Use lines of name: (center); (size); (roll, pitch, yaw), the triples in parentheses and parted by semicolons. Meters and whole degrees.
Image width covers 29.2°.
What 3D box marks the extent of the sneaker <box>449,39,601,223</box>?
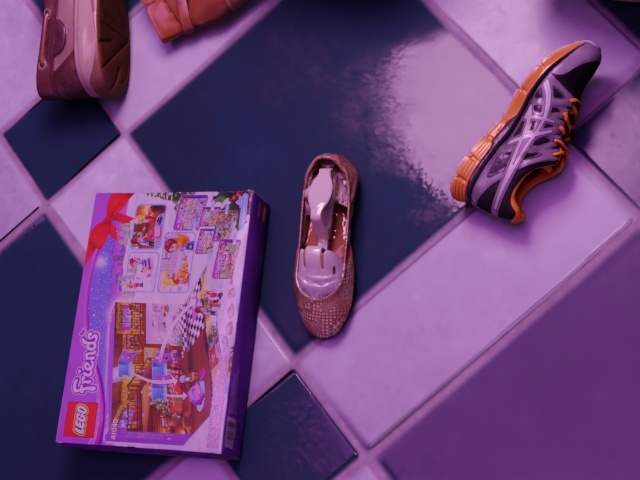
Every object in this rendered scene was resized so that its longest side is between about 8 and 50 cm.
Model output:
sneaker: (0.228, -0.111, 1.273); (0.083, 0.084, 0.215); (39, 98, 23)

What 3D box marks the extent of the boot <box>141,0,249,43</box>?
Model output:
boot: (-0.161, -0.347, 1.496); (0.152, 0.073, 0.197); (-28, 63, 14)

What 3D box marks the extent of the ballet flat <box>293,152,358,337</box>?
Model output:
ballet flat: (0.000, 0.000, 1.323); (0.073, 0.067, 0.206); (-4, 72, 18)

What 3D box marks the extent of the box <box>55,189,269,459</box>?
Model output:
box: (-0.172, 0.090, 1.362); (0.201, 0.057, 0.293); (1, 73, 20)

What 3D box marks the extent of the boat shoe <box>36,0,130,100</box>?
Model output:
boat shoe: (-0.309, -0.332, 1.520); (0.123, 0.123, 0.342); (-8, 77, 16)
